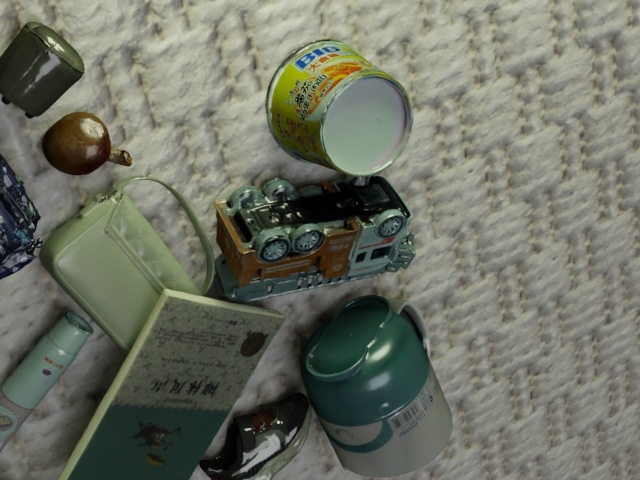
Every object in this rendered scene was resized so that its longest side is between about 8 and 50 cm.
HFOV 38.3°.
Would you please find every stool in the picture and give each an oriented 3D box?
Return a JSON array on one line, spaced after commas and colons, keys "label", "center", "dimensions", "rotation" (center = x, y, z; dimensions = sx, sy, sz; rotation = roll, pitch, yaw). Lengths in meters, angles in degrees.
[{"label": "stool", "center": [-0.371, -0.221, 1.200], "dimensions": [0.110, 0.096, 0.096], "rotation": [-49, 125, 2]}]

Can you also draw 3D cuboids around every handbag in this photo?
[{"label": "handbag", "center": [-0.475, -0.057, 1.200], "dimensions": [0.162, 0.113, 0.260], "rotation": [-35, 116, -20]}, {"label": "handbag", "center": [-0.269, 0.032, 1.377], "dimensions": [0.219, 0.079, 0.256], "rotation": [-43, 125, -16]}]

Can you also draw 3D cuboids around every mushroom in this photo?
[{"label": "mushroom", "center": [-0.316, -0.131, 1.281], "dimensions": [0.130, 0.073, 0.088], "rotation": [11, 78, -33]}]

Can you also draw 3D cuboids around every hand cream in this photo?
[{"label": "hand cream", "center": [-0.459, 0.241, 1.368], "dimensions": [0.331, 0.058, 0.085], "rotation": [-48, 131, 9]}]

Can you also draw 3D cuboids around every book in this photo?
[{"label": "book", "center": [-0.235, 0.255, 1.451], "dimensions": [0.264, 0.031, 0.379], "rotation": [16, 108, -49]}]

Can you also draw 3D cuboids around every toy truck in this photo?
[{"label": "toy truck", "center": [0.000, 0.000, 1.478], "dimensions": [0.338, 0.133, 0.184], "rotation": [-11, 137, -24]}]

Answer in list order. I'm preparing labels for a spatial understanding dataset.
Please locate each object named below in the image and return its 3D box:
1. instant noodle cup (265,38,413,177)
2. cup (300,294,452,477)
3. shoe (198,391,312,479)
[{"label": "instant noodle cup", "center": [0.040, -0.194, 1.406], "dimensions": [0.205, 0.153, 0.205], "rotation": [-12, 116, -26]}, {"label": "cup", "center": [0.106, 0.234, 1.600], "dimensions": [0.289, 0.219, 0.257], "rotation": [-52, 131, -39]}, {"label": "shoe", "center": [-0.112, 0.347, 1.584], "dimensions": [0.112, 0.099, 0.227], "rotation": [37, 91, -28]}]
